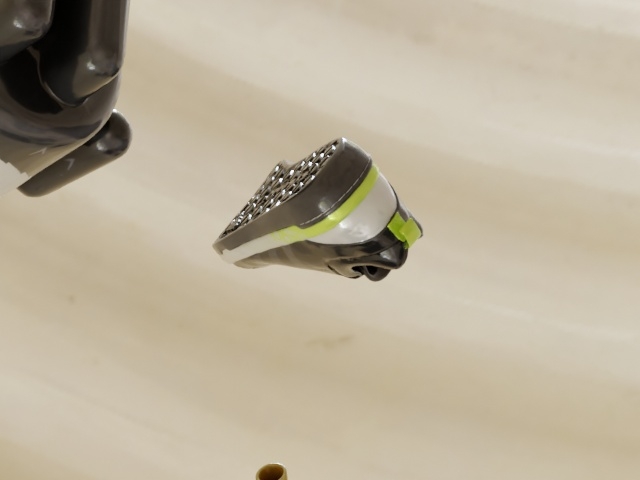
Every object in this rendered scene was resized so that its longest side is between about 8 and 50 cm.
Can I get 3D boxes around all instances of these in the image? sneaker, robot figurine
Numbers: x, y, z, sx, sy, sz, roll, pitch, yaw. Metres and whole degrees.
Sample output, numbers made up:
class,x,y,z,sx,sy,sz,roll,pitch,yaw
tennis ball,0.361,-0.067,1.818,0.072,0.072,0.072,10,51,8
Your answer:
class,x,y,z,sx,sy,sz,roll,pitch,yaw
sneaker,0.000,0.000,1.241,0.097,0.234,0.084,41,-105,-11
robot figurine,-0.245,-0.106,1.220,0.209,0.278,0.173,57,-143,-8

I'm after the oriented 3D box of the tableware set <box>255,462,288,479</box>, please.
class,x,y,z,sx,sy,sz,roll,pitch,yaw
tableware set,-0.037,0.207,1.225,0.154,0.104,0.024,-96,-9,-56
